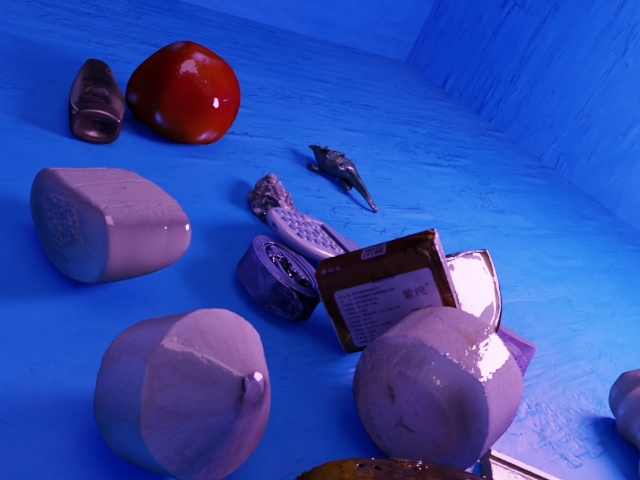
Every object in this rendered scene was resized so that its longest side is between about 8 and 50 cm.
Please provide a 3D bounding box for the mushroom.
[{"bbox_3d":[0.231,0.141,1.255,0.292,0.212,0.218,-1,79,-50],"label":"mushroom"}]

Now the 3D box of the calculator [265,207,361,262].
[{"bbox_3d":[0.000,0.000,1.317,0.302,0.042,0.188,21,19,-50],"label":"calculator"}]

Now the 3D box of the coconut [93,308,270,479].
[{"bbox_3d":[-0.154,0.184,0.730,0.202,0.222,0.202,11,75,-46],"label":"coconut"}]

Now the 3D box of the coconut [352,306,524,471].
[{"bbox_3d":[0.191,0.226,0.952,0.237,0.237,0.265,39,29,22],"label":"coconut"}]

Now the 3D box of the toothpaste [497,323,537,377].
[{"bbox_3d":[0.373,0.254,1.243,0.125,0.080,0.371,31,21,16],"label":"toothpaste"}]

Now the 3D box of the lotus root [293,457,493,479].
[{"bbox_3d":[0.131,0.367,0.709,0.397,0.196,0.179,20,34,-17],"label":"lotus root"}]

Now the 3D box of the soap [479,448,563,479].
[{"bbox_3d":[0.381,0.427,0.977,0.252,0.037,0.092,25,29,-4],"label":"soap"}]

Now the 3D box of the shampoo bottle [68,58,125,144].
[{"bbox_3d":[-0.542,-0.349,1.463,0.125,0.084,0.350,10,31,-24],"label":"shampoo bottle"}]

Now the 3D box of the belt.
[{"bbox_3d":[-0.074,0.076,1.138,0.141,0.082,0.190,6,33,-50],"label":"belt"}]

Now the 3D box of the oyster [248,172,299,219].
[{"bbox_3d":[-0.109,-0.096,1.423,0.125,0.064,0.177,-5,42,-50],"label":"oyster"}]

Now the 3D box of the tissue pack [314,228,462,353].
[{"bbox_3d":[0.122,0.095,1.067,0.092,0.226,0.183,-63,134,-64],"label":"tissue pack"}]

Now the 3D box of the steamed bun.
[{"bbox_3d":[-0.349,-0.023,1.001,0.250,0.155,0.200,36,26,30],"label":"steamed bun"}]

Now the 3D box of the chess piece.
[{"bbox_3d":[0.666,0.410,1.122,0.182,0.182,0.330,25,33,-3],"label":"chess piece"}]

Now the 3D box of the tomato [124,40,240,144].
[{"bbox_3d":[-0.339,-0.384,1.537,0.298,0.226,0.299,23,24,-11],"label":"tomato"}]

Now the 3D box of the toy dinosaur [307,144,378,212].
[{"bbox_3d":[0.056,-0.191,1.703,0.120,0.079,0.292,-2,42,-39],"label":"toy dinosaur"}]
